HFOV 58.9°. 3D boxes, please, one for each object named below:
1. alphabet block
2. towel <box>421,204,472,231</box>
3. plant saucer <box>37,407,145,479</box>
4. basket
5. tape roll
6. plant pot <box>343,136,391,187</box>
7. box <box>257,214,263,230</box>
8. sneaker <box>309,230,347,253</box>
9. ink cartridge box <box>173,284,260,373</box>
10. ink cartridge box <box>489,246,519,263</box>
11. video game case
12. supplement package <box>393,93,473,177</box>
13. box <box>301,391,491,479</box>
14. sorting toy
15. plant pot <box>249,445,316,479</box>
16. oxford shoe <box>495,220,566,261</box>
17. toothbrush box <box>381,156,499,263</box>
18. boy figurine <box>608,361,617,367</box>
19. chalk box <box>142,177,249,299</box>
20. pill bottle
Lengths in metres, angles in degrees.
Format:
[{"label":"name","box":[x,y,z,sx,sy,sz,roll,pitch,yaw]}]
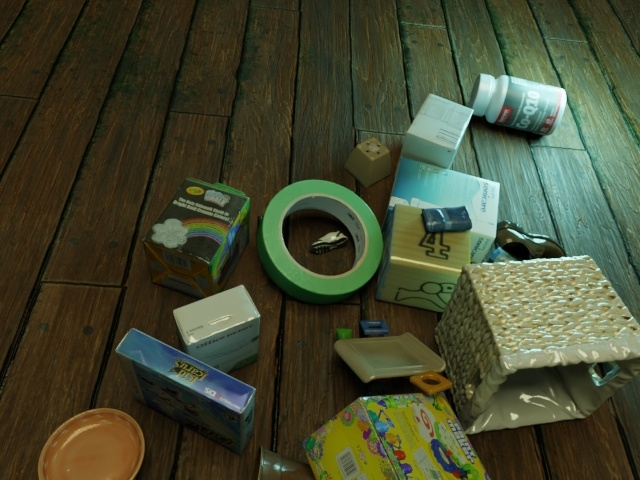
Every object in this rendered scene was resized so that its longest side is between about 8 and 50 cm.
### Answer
[{"label":"alphabet block","box":[0.258,0.047,1.442,0.197,0.192,0.193,12,54,0]},{"label":"towel","box":[0.310,-0.053,1.388,0.119,0.029,0.067,-2,54,-10]},{"label":"plant saucer","box":[-0.450,0.433,1.126,0.199,0.037,0.200,2,46,-2]},{"label":"basket","box":[0.461,0.227,1.245,0.331,0.328,0.266,-4,51,-8]},{"label":"tape roll","box":[0.000,0.000,1.459,0.321,0.077,0.321,8,63,-15]},{"label":"plant pot","box":[0.149,-0.243,1.706,0.109,0.096,0.109,-31,63,-27]},{"label":"box","box":[-0.136,-0.020,1.514,0.052,0.062,0.083,-7,56,-14]},{"label":"sneaker","box":[0.018,0.004,1.540,0.109,0.040,0.044,-14,41,-23]},{"label":"ink cartridge box","box":[-0.221,0.209,1.227,0.160,0.219,0.093,-20,58,-22]},{"label":"ink cartridge box","box":[0.519,0.057,1.572,0.048,0.028,0.083,-31,62,-27]},{"label":"video game case","box":[-0.262,0.308,1.130,0.269,0.244,0.061,24,54,10]},{"label":"supplement package","box":[0.338,-0.289,1.706,0.149,0.194,0.203,23,53,11]},{"label":"box","box":[0.164,0.454,1.046,0.279,0.177,0.290,13,41,-45]},{"label":"sorting toy","box":[0.150,0.267,1.255,0.196,0.047,0.347,-4,16,-21]},{"label":"plant pot","box":[-0.053,0.493,1.082,0.165,0.167,0.167,14,52,-8]},{"label":"oxford shoe","box":[0.575,0.031,1.552,0.227,0.083,0.096,17,49,-14]},{"label":"toothbrush box","box":[0.337,-0.087,1.595,0.295,0.126,0.216,14,51,4]},{"label":"boy figurine","box":[0.677,0.207,1.415,0.177,0.092,0.285,9,34,-48]},{"label":"chalk box","box":[-0.288,-0.024,1.426,0.180,0.179,0.289,19,51,8]},{"label":"pill bottle","box":[0.654,-0.460,1.905,0.283,0.161,0.161,13,52,3]}]
